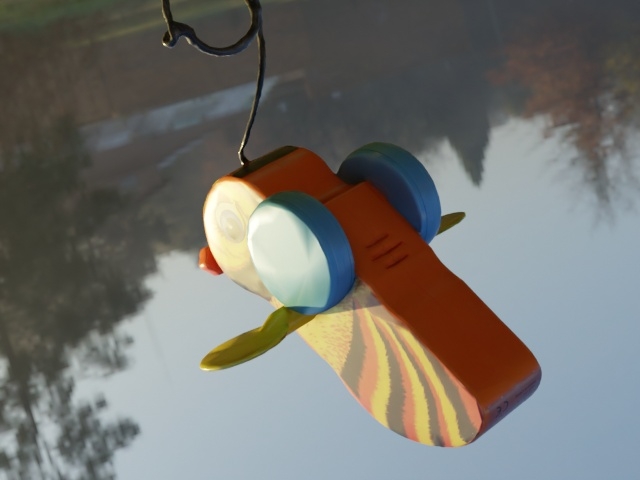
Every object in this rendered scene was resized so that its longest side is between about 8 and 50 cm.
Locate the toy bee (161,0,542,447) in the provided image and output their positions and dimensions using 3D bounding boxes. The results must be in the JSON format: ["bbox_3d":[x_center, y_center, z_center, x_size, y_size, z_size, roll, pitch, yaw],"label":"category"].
[{"bbox_3d":[0.000,0.000,0.776,0.195,0.298,0.162,-7,157,-29],"label":"toy bee"}]
